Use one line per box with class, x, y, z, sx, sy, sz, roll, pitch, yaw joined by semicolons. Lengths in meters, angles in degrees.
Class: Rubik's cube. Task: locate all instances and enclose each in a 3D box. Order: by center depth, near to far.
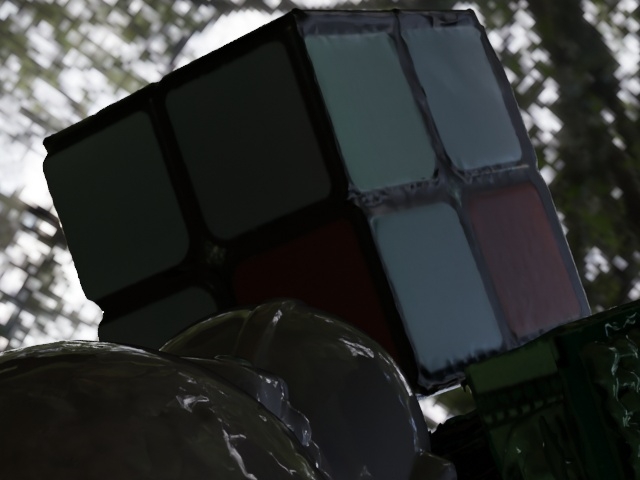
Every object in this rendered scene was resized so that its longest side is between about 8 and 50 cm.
Rubik's cube;0.001;0.000;0.868;0.167;0.183;0.180;-23;-99;34

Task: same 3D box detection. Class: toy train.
toy train;0.150;0.082;0.770;0.154;0.269;0.115;-25;-99;49

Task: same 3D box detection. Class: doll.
doll;-0.037;0.082;0.494;0.151;0.151;0.287;-42;177;16
